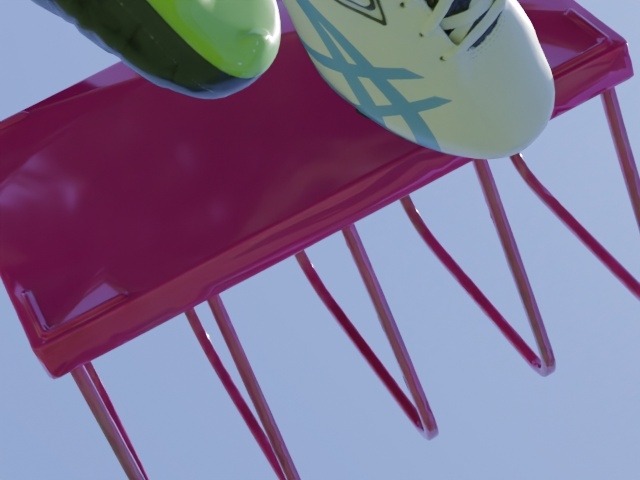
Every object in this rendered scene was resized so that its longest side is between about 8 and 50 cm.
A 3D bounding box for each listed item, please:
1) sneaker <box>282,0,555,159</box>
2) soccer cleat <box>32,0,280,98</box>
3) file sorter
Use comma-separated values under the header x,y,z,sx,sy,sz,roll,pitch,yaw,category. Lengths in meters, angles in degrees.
x,y,z,sx,sy,sz,roll,pitch,yaw,category
0.024,-0.114,0.699,0.086,0.085,0.237,18,-27,53,sneaker
-0.080,-0.088,0.395,0.179,0.060,0.072,47,-58,9,soccer cleat
0.000,0.000,0.930,0.202,0.291,0.182,53,-12,54,file sorter
